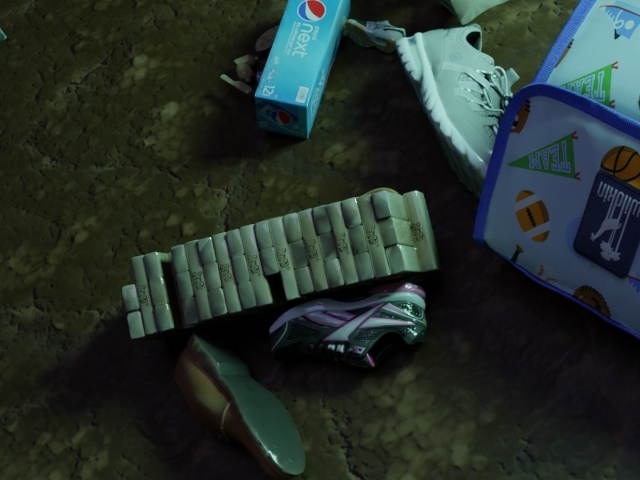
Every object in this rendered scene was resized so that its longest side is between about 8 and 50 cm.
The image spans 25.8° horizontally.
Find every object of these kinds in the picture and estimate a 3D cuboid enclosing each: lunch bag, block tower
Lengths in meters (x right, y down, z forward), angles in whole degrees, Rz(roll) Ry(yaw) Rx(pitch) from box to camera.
[{"bbox_3d":[0.369,-0.089,1.375,0.328,0.239,0.385,32,89,36],"label":"lunch bag"},{"bbox_3d":[-0.047,0.028,1.508,0.335,0.097,0.091,-15,82,17],"label":"block tower"}]

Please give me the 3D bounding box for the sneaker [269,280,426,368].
[{"bbox_3d":[0.029,0.102,1.478,0.178,0.072,0.077,-18,58,14],"label":"sneaker"}]

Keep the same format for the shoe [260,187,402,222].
[{"bbox_3d":[0.000,0.000,1.576,0.219,0.058,0.076,-17,80,15],"label":"shoe"}]

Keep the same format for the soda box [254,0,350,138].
[{"bbox_3d":[-0.019,-0.233,1.724,0.067,0.071,0.210,13,61,9],"label":"soda box"}]

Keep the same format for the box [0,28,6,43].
[{"bbox_3d":[-0.646,-0.247,2.005,0.293,0.073,0.295,25,69,35],"label":"box"}]

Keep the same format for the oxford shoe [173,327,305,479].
[{"bbox_3d":[-0.088,0.188,1.478,0.076,0.076,0.212,-55,49,15],"label":"oxford shoe"}]

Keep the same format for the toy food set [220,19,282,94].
[{"bbox_3d":[-0.065,-0.227,1.783,0.122,0.019,0.078,-42,51,-19],"label":"toy food set"}]

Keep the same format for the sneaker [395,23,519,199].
[{"bbox_3d":[0.175,-0.157,1.576,0.115,0.105,0.281,-25,50,5],"label":"sneaker"}]

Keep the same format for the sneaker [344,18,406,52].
[{"bbox_3d":[0.070,-0.260,1.745,0.083,0.032,0.037,27,56,30],"label":"sneaker"}]

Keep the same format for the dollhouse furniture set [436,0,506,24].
[{"bbox_3d":[0.208,-0.368,1.667,0.184,0.129,0.129,-28,22,2],"label":"dollhouse furniture set"}]
